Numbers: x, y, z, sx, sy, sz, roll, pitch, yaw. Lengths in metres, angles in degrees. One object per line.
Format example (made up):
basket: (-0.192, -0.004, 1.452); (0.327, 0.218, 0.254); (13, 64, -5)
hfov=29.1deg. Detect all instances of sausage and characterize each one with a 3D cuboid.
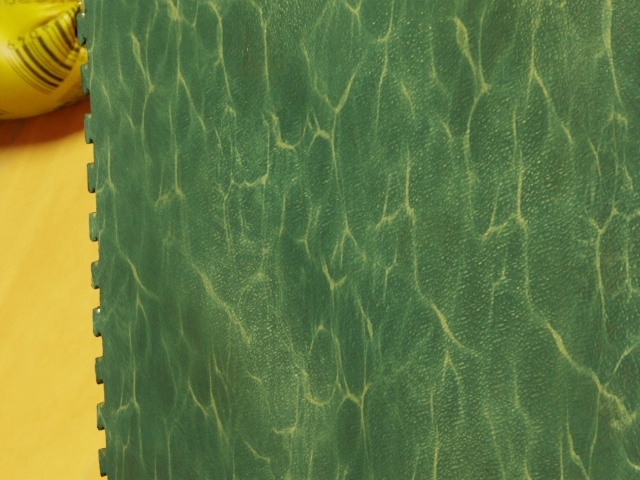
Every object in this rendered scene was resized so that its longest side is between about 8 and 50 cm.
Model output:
sausage: (-0.247, -0.131, 0.772); (0.347, 0.123, 0.123); (0, 59, 39)

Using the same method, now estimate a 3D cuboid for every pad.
pad: (0.000, 0.000, 0.422); (0.269, 0.012, 0.269); (5, 100, 44)
